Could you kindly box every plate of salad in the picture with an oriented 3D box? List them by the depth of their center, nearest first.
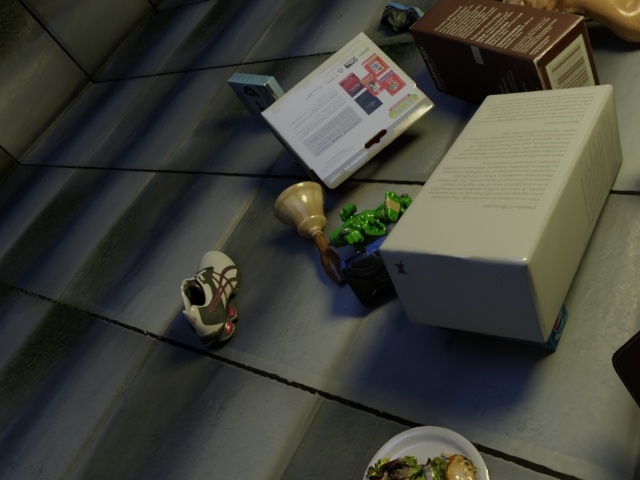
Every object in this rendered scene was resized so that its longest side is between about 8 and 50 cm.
[{"bbox_3d":[0.141,0.356,0.902,0.200,0.048,0.200,-20,43,20],"label":"plate of salad"}]

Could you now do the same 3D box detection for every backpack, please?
[{"bbox_3d":[0.107,0.046,1.189,0.120,0.098,0.101,-31,20,11],"label":"backpack"}]

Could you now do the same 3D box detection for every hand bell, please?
[{"bbox_3d":[0.000,0.000,1.333,0.126,0.126,0.242,-33,52,6],"label":"hand bell"}]

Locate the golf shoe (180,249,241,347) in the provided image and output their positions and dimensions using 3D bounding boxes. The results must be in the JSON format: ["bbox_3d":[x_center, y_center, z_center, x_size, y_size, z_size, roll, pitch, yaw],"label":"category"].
[{"bbox_3d":[-0.243,0.099,1.384,0.105,0.120,0.273,-29,39,13],"label":"golf shoe"}]

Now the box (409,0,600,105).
[{"bbox_3d":[0.377,-0.384,1.329,0.143,0.191,0.381,-42,39,-5],"label":"box"}]

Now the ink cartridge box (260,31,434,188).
[{"bbox_3d":[0.070,-0.277,1.470,0.309,0.130,0.272,-39,68,-1],"label":"ink cartridge box"}]

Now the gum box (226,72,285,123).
[{"bbox_3d":[-0.157,-0.391,1.761,0.184,0.157,0.041,21,66,47],"label":"gum box"}]

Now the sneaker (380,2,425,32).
[{"bbox_3d":[0.237,-0.613,1.767,0.188,0.067,0.078,35,98,48],"label":"sneaker"}]

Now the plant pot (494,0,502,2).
[{"bbox_3d":[0.392,-0.649,1.512,0.167,0.167,0.165,-2,60,36],"label":"plant pot"}]

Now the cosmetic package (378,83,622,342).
[{"bbox_3d":[0.312,-0.064,1.024,0.230,0.161,0.453,5,42,39],"label":"cosmetic package"}]

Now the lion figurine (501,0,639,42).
[{"bbox_3d":[0.580,-0.494,1.289,0.392,0.142,0.240,29,87,26],"label":"lion figurine"}]

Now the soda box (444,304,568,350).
[{"bbox_3d":[0.279,0.113,1.019,0.210,0.067,0.071,6,56,41],"label":"soda box"}]

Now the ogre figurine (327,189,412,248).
[{"bbox_3d":[0.090,-0.031,1.263,0.118,0.097,0.197,-21,28,49],"label":"ogre figurine"}]

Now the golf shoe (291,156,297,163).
[{"bbox_3d":[-0.038,-0.283,1.625,0.069,0.086,0.176,-9,46,33],"label":"golf shoe"}]

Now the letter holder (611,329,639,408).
[{"bbox_3d":[0.503,0.190,0.681,0.152,0.214,0.302,-17,58,-22],"label":"letter holder"}]
